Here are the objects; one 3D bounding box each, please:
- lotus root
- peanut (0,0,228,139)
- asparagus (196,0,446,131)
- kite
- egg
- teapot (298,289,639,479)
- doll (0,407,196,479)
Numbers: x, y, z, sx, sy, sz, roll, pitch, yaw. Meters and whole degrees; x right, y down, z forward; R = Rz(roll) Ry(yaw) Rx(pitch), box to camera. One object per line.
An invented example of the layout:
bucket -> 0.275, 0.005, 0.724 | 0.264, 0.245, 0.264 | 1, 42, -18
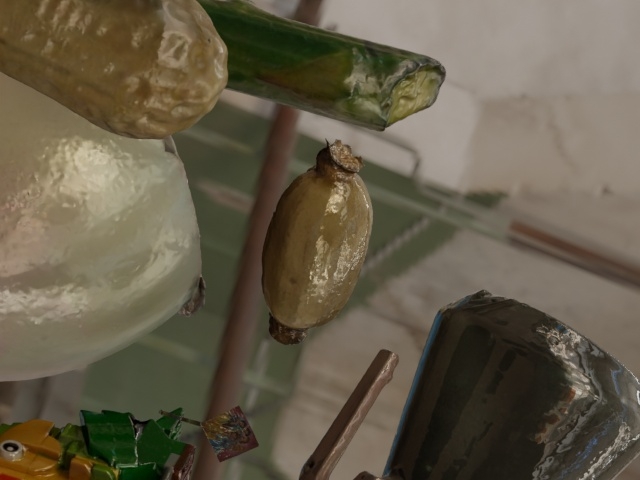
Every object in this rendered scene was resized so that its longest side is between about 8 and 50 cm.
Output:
lotus root -> 0.000, 0.000, 1.208 | 0.073, 0.062, 0.150 | -30, 142, -52
peanut -> -0.173, -0.154, 1.306 | 0.120, 0.236, 0.110 | -61, -178, -23
asparagus -> -0.065, -0.157, 1.556 | 0.082, 0.343, 0.085 | 116, -12, -60
kite -> -0.086, 0.151, 1.477 | 0.002, 0.078, 0.044 | -34, 119, -76
egg -> -0.327, -0.025, 1.785 | 0.354, 0.339, 0.355 | 51, -26, 37
teapot -> 0.144, 0.233, 1.934 | 0.344, 0.300, 0.253 | -57, -156, -11
doll -> -0.191, 0.189, 1.553 | 0.134, 0.186, 0.106 | -115, -149, -54
